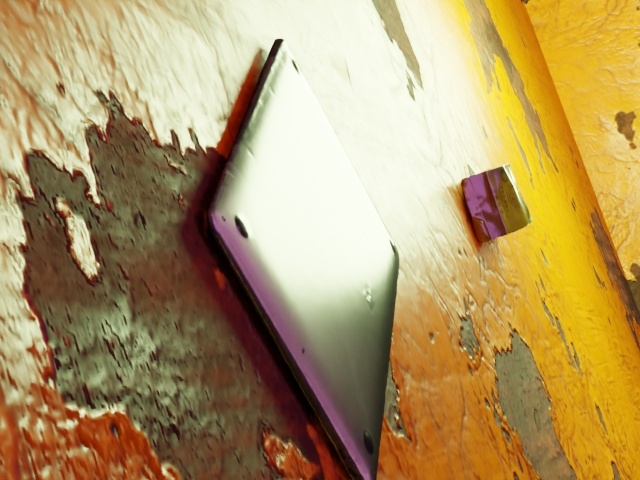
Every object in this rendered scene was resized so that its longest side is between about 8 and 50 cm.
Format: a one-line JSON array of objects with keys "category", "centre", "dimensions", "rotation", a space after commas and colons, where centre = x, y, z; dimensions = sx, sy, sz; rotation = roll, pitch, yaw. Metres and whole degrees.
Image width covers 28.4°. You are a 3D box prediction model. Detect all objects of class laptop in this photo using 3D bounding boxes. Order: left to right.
[{"category": "laptop", "centre": [0.000, 0.000, 0.760], "dimensions": [0.188, 0.015, 0.269], "rotation": [61, 19, -22]}]

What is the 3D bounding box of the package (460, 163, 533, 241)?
[{"category": "package", "centre": [0.183, -0.041, 1.305], "dimensions": [0.131, 0.047, 0.071], "rotation": [-12, 84, -74]}]
